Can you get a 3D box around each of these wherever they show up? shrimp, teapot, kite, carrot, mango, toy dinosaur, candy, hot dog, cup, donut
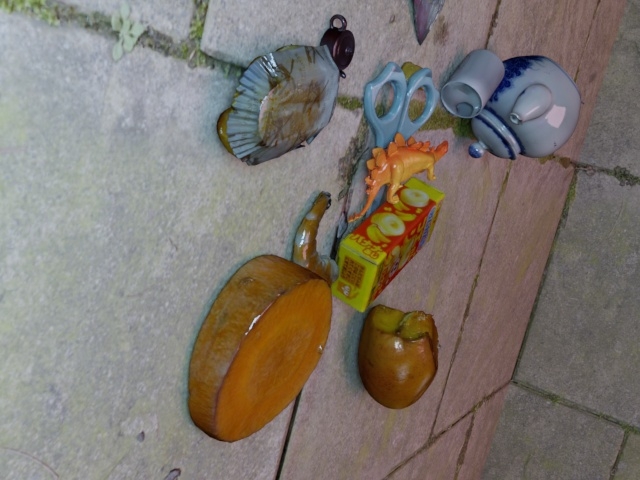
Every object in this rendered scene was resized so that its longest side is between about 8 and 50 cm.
[{"bbox_3d":[0.000,0.000,1.258,0.161,0.049,0.165,23,80,-60],"label":"shrimp"},{"bbox_3d":[0.031,-0.304,1.115,0.068,0.045,0.100,-42,142,-45],"label":"teapot"},{"bbox_3d":[0.181,-0.516,1.277,0.360,0.022,0.204,34,76,-62],"label":"kite"},{"bbox_3d":[-0.096,0.179,1.135,0.258,0.100,0.307,31,81,-58],"label":"carrot"},{"bbox_3d":[0.176,0.268,1.607,0.199,0.201,0.350,-20,144,-10],"label":"mango"},{"bbox_3d":[0.142,-0.138,1.330,0.288,0.070,0.117,-32,123,-28],"label":"toy dinosaur"},{"bbox_3d":[0.133,0.003,1.399,0.276,0.088,0.146,-42,153,-42],"label":"candy"},{"bbox_3d":[0.469,-0.297,1.710,0.280,0.252,0.424,-41,178,4],"label":"teapot"},{"bbox_3d":[-0.052,-0.199,1.001,0.270,0.082,0.162,-34,144,-59],"label":"hot dog"},{"bbox_3d":[0.326,-0.344,1.585,0.099,0.136,0.133,48,58,-21],"label":"cup"},{"bbox_3d":[0.184,-0.312,1.389,0.067,0.038,0.083,-60,148,-26],"label":"donut"}]

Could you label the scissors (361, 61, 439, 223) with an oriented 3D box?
[{"bbox_3d":[0.125,-0.161,1.370,0.191,0.029,0.360,-6,121,-41],"label":"scissors"}]
